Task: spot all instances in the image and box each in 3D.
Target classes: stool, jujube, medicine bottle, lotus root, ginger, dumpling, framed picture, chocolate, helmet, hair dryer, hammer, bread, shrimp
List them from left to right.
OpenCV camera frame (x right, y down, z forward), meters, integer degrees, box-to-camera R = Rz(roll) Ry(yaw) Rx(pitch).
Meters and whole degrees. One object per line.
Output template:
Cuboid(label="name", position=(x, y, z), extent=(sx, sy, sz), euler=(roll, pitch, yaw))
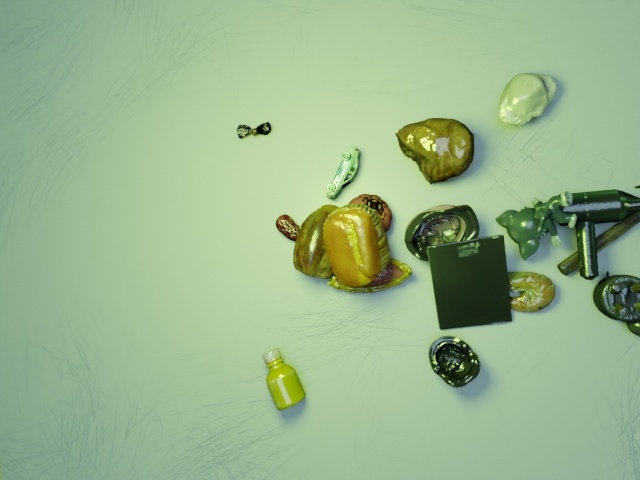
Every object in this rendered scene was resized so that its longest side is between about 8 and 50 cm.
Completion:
Cuboid(label="chocolate", position=(-0.276, -0.461, 1.690), extent=(0.147, 0.072, 0.070), euler=(4, 89, 18))
Cuboid(label="medicine bottle", position=(-0.152, 0.527, 1.547), extent=(0.122, 0.122, 0.212), euler=(-27, 80, 9))
Cuboid(label="jujube", position=(-0.123, -0.048, 1.620), extent=(0.129, 0.077, 0.077), euler=(41, 94, 2))
Cuboid(label="lotus root", position=(-0.002, 0.001, 1.541), extent=(0.193, 0.193, 0.290), euler=(15, 81, 13))
Cuboid(label="bread", position=(0.125, 0.018, 1.386), extent=(0.204, 0.156, 0.287), euler=(-9, 102, 18))
Cuboid(label="helmet", position=(0.422, -0.040, 1.461), extent=(0.253, 0.154, 0.198), euler=(-33, 115, -1))
Cuboid(label="ginger", position=(0.432, -0.348, 1.459), extent=(0.223, 0.200, 0.269), euler=(-35, 79, 9))
Cuboid(label="helmet", position=(0.480, 0.429, 1.431), extent=(0.153, 0.107, 0.177), euler=(-45, 59, 8))
Cuboid(label="framed picture", position=(0.527, 0.156, 1.417), extent=(0.256, 0.014, 0.338), euler=(-10, 108, 12))
Cuboid(label="shrimp", position=(0.687, 0.175, 1.432), extent=(0.267, 0.061, 0.145), euler=(8, 96, 11))
Cuboid(label="dumpling", position=(0.740, -0.514, 1.446), extent=(0.162, 0.132, 0.250), euler=(31, 77, 22))
Cuboid(label="hair dryer", position=(0.939, -0.018, 1.333), extent=(0.245, 0.116, 0.302), euler=(-3, 82, 27))
Cuboid(label="hammer", position=(1.019, -0.025, 1.383), extent=(0.440, 0.044, 0.168), euler=(-39, 79, 6))
Cuboid(label="stool", position=(1.023, 0.204, 1.314), extent=(0.228, 0.139, 0.153), euler=(40, 95, 15))

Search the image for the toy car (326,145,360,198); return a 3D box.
Cuboid(label="toy car", position=(0.095, -0.259, 1.581), extent=(0.076, 0.090, 0.224), euler=(26, 91, 7))

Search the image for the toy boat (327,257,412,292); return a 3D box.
Cuboid(label="toy boat", position=(0.186, 0.131, 1.524), extent=(0.318, 0.099, 0.140), euler=(-10, 86, 14))

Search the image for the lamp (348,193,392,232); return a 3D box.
Cuboid(label="lamp", position=(0.181, -0.088, 1.521), extent=(0.182, 0.140, 0.181), euler=(7, 57, -10))

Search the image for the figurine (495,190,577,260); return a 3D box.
Cuboid(label="figurine", position=(0.742, -0.056, 1.352), extent=(0.140, 0.265, 0.193), euler=(-24, 78, -11))
